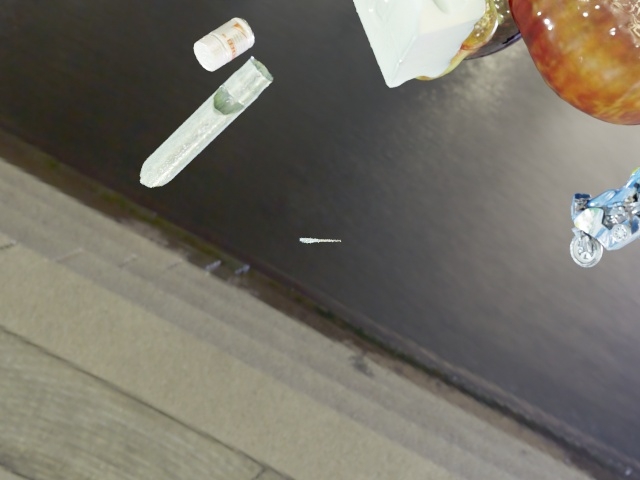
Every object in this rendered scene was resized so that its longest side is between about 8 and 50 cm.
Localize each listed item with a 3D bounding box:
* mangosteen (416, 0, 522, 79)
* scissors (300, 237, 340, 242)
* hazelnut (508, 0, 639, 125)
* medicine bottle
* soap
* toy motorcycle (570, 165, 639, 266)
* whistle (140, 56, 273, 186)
[{"bbox_3d":[0.201,-0.384,1.454,0.288,0.288,0.288,22,32,-15],"label":"mangosteen"},{"bbox_3d":[0.000,0.000,1.985,0.083,0.006,0.036,0,-9,13],"label":"scissors"},{"bbox_3d":[0.277,-0.206,0.860,0.233,0.218,0.218,28,31,-10],"label":"hazelnut"},{"bbox_3d":[-0.161,-0.329,1.662,0.057,0.057,0.089,42,62,18],"label":"medicine bottle"},{"bbox_3d":[0.095,-0.365,1.270,0.095,0.173,0.290,-15,75,-18],"label":"soap"},{"bbox_3d":[0.538,-0.055,1.807,0.092,0.254,0.136,-5,67,-40],"label":"toy motorcycle"},{"bbox_3d":[-0.213,-0.209,1.811,0.062,0.312,0.062,43,19,-18],"label":"whistle"}]
